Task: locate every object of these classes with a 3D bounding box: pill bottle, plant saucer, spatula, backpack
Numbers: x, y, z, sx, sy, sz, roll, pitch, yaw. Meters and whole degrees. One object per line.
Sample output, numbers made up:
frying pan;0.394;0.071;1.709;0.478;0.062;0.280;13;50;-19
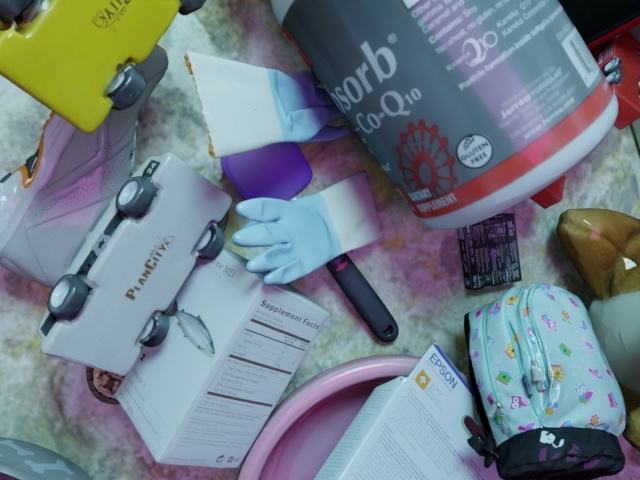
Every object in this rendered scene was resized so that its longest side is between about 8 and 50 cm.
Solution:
pill bottle;0.085;-0.208;0.461;0.210;0.210;0.363;-38;98;-6
plant saucer;0.066;0.286;0.553;0.331;0.084;0.333;-1;93;-11
spatula;0.000;0.000;0.549;0.084;0.030;0.297;-37;99;-5
backpack;0.220;0.137;0.495;0.151;0.115;0.182;22;48;-32

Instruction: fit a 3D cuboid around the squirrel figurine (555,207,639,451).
squirrel figurine;0.485;0.121;0.464;0.396;0.370;0.281;4;92;-14

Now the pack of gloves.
pack of gloves;-0.030;-0.069;0.480;0.046;0.232;0.195;-13;95;35

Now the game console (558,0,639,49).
game console;0.266;-0.402;0.449;0.060;0.341;0.387;-36;100;-43

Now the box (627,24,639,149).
box;0.450;-0.157;0.586;0.113;0.094;0.275;-25;98;-8

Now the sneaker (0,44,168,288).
sneaker;-0.215;-0.068;0.485;0.121;0.099;0.262;36;92;-22

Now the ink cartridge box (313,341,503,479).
ink cartridge box;0.105;0.254;0.475;0.223;0.045;0.224;52;57;-9

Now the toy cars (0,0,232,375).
toy cars;-0.167;-0.083;0.404;0.176;0.087;0.394;-17;117;-41

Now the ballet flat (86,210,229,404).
ballet flat;-0.168;0.057;0.509;0.084;0.058;0.250;30;88;-10

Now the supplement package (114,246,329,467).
supplement package;-0.095;0.111;0.483;0.105;0.105;0.179;33;87;-47

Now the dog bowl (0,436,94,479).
dog bowl;-0.353;0.356;0.474;0.348;0.102;0.349;-1;94;-11

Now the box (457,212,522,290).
box;0.203;0.013;0.592;0.067;0.018;0.084;-10;95;-9

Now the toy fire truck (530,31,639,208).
toy fire truck;0.291;-0.141;0.556;0.047;0.135;0.192;32;54;-10
